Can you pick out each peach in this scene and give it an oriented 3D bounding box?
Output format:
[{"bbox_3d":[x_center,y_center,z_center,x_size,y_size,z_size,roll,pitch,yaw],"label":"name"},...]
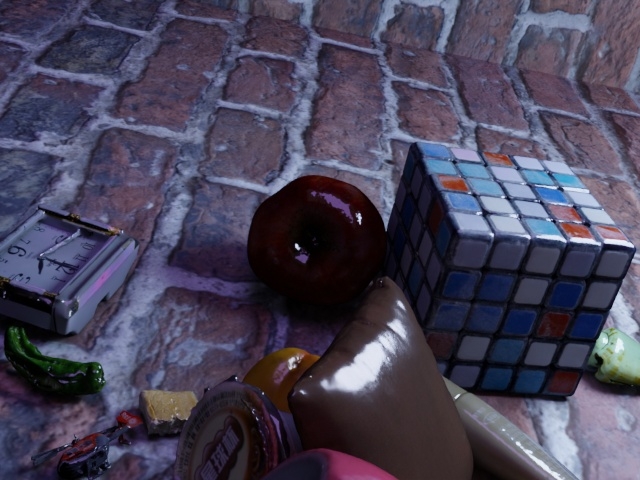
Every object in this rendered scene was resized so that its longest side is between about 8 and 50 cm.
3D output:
[{"bbox_3d":[-0.038,0.207,1.213,0.138,0.138,0.138,10,30,-6],"label":"peach"}]

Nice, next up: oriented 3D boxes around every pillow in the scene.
[{"bbox_3d":[0.080,0.236,1.082,0.108,0.307,0.305,-17,14,29],"label":"pillow"}]

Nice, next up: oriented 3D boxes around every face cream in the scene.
[{"bbox_3d":[0.269,0.296,1.224,0.341,0.084,0.137,31,-4,28],"label":"face cream"}]

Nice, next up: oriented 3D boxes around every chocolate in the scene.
[{"bbox_3d":[-0.057,0.270,1.071,0.147,0.221,0.221,13,25,-36],"label":"chocolate"}]

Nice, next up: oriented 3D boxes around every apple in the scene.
[{"bbox_3d":[0.002,0.001,1.509,0.234,0.234,0.234,10,30,-6],"label":"apple"}]

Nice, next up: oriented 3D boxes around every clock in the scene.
[{"bbox_3d":[-0.405,0.044,1.390,0.186,0.083,0.253,18,30,7],"label":"clock"}]

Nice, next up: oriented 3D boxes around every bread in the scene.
[{"bbox_3d":[-0.195,0.224,1.215,0.083,0.035,0.070,2,31,-31],"label":"bread"}]

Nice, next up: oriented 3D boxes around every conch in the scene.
[{"bbox_3d":[0.502,0.202,1.501,0.170,0.079,0.105,21,45,0],"label":"conch"}]

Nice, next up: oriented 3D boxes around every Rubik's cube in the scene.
[{"bbox_3d":[0.268,0.043,1.456,0.287,0.293,0.292,6,29,-13],"label":"Rubik's cube"}]

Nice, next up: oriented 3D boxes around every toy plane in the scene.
[{"bbox_3d":[-0.276,0.252,1.134,0.060,0.037,0.145,21,33,34],"label":"toy plane"}]

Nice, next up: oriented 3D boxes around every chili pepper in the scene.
[{"bbox_3d":[-0.370,0.162,1.236,0.182,0.050,0.073,25,39,25],"label":"chili pepper"}]

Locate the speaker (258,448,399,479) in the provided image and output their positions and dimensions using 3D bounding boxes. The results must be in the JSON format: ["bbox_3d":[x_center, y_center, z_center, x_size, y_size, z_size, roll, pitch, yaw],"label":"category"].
[{"bbox_3d":[-0.018,0.317,0.773,0.294,0.294,0.294,10,30,-6],"label":"speaker"}]
